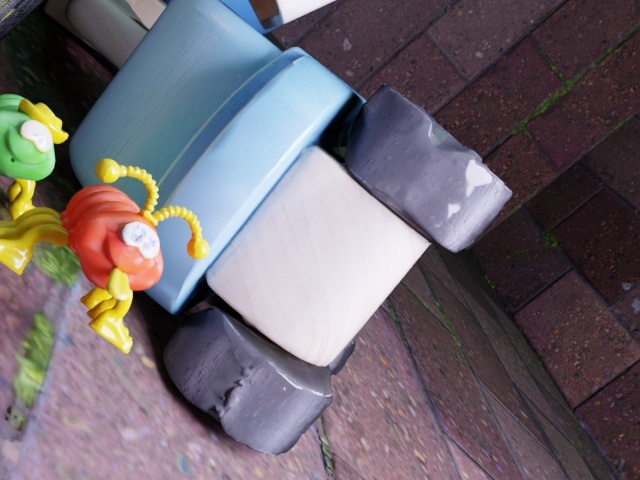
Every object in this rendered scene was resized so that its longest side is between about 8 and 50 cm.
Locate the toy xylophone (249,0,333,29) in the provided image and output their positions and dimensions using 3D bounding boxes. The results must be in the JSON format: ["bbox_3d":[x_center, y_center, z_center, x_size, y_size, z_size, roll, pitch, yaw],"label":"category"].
[{"bbox_3d":[0.023,-0.241,0.676,0.081,0.236,0.322,66,-10,-15],"label":"toy xylophone"}]

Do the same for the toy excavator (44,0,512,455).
[{"bbox_3d":[-0.095,-0.108,0.684,0.445,0.222,0.433,42,10,3],"label":"toy excavator"}]

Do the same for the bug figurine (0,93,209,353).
[{"bbox_3d":[-0.178,-0.072,0.385,0.279,0.072,0.216,44,-5,-33],"label":"bug figurine"}]

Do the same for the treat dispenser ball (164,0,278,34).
[{"bbox_3d":[-0.148,-0.491,1.461,0.288,0.288,0.288,47,11,-13],"label":"treat dispenser ball"}]

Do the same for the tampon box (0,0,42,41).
[{"bbox_3d":[-0.246,-0.184,0.542,0.120,0.101,0.161,47,11,-18],"label":"tampon box"}]
